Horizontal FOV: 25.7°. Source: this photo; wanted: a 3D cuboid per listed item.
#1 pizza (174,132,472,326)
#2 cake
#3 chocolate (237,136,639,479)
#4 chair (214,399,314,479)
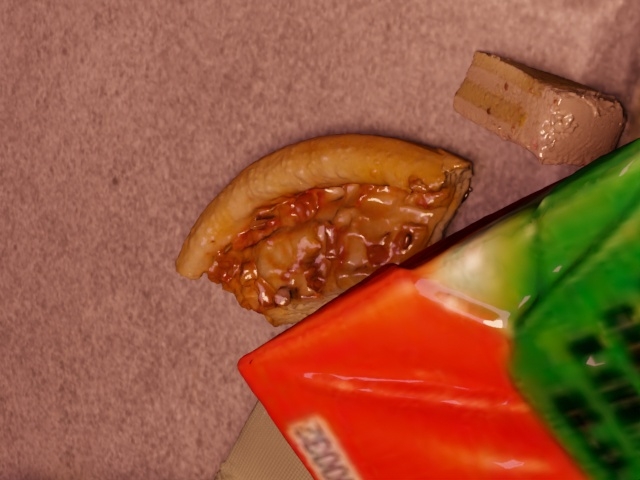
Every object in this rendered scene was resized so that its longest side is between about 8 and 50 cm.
[{"bbox_3d":[-0.004,-0.005,0.997,0.271,0.056,0.134,-4,87,40],"label":"pizza"},{"bbox_3d":[0.124,-0.087,0.883,0.121,0.065,0.052,28,112,39],"label":"cake"},{"bbox_3d":[0.190,0.116,0.744,0.341,0.161,0.360,-28,99,39],"label":"chocolate"},{"bbox_3d":[-0.076,0.244,1.024,0.160,0.186,0.319,46,125,29],"label":"chair"}]
